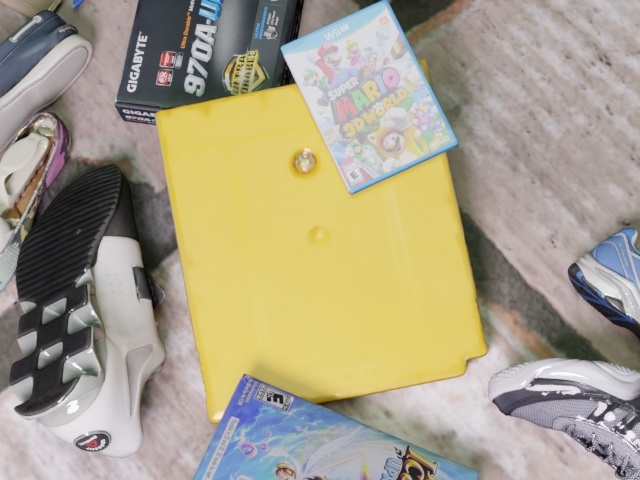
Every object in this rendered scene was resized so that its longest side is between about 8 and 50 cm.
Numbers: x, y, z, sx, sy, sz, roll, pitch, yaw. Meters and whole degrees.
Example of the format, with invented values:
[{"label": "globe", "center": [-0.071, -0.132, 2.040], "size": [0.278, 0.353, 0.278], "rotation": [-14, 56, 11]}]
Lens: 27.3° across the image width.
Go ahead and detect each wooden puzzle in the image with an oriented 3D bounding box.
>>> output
[{"label": "wooden puzzle", "center": [-0.320, -0.287, 1.495], "size": [0.116, 0.014, 0.078], "rotation": [36, 81, 16]}]

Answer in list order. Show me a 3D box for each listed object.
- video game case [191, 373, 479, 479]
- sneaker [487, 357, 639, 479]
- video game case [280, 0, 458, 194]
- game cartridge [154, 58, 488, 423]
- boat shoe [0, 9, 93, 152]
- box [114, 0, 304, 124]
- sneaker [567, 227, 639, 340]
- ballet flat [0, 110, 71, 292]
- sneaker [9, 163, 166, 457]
[{"label": "video game case", "center": [-0.002, 0.261, 1.148], "size": [0.244, 0.061, 0.269], "rotation": [24, 37, 1]}, {"label": "sneaker", "center": [0.282, 0.201, 1.219], "size": [0.269, 0.101, 0.153], "rotation": [9, 69, 5]}, {"label": "video game case", "center": [0.048, -0.143, 1.310], "size": [0.119, 0.015, 0.166], "rotation": [-25, 80, -2]}, {"label": "game cartridge", "center": [0.000, 0.000, 1.322], "size": [0.285, 0.052, 0.323], "rotation": [-11, 82, 1]}, {"label": "boat shoe", "center": [-0.359, -0.151, 1.405], "size": [0.079, 0.095, 0.254], "rotation": [41, 77, 15]}, {"label": "box", "center": [-0.114, -0.226, 1.433], "size": [0.175, 0.051, 0.220], "rotation": [8, 72, 7]}, {"label": "sneaker", "center": [0.342, 0.070, 1.273], "size": [0.211, 0.080, 0.081], "rotation": [43, 82, 16]}, {"label": "ballet flat", "center": [-0.330, -0.041, 1.372], "size": [0.077, 0.079, 0.221], "rotation": [21, 74, 11]}, {"label": "sneaker", "center": [-0.220, 0.073, 1.315], "size": [0.122, 0.146, 0.330], "rotation": [-22, 44, 23]}]
